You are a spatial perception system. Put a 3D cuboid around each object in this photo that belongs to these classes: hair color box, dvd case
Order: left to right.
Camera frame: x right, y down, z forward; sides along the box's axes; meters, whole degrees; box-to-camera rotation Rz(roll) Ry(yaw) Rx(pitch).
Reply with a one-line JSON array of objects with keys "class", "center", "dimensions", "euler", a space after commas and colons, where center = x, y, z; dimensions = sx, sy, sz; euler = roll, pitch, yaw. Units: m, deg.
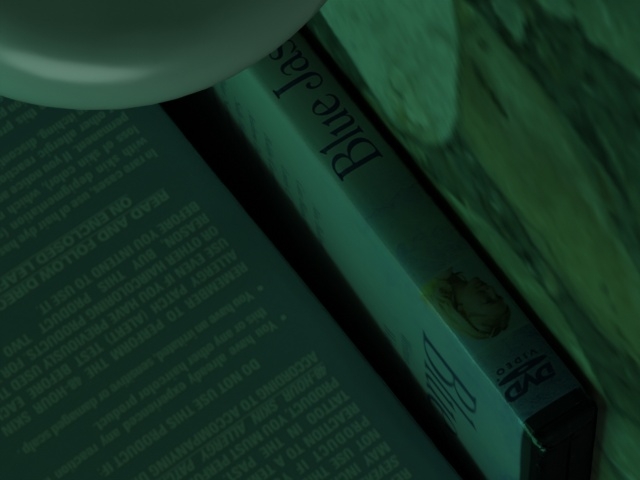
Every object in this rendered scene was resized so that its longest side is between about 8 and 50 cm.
[{"class": "hair color box", "center": [-0.074, 0.045, 0.633], "dimensions": [0.374, 0.114, 0.185], "euler": [51, 165, 17]}, {"class": "dvd case", "center": [0.000, 0.000, 0.603], "dimensions": [0.253, 0.022, 0.180], "euler": [53, 166, 27]}]

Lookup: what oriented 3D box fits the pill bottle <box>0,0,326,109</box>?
[{"class": "pill bottle", "center": [-0.072, -0.098, 0.435], "dimensions": [0.117, 0.117, 0.215], "euler": [64, 167, -19]}]
